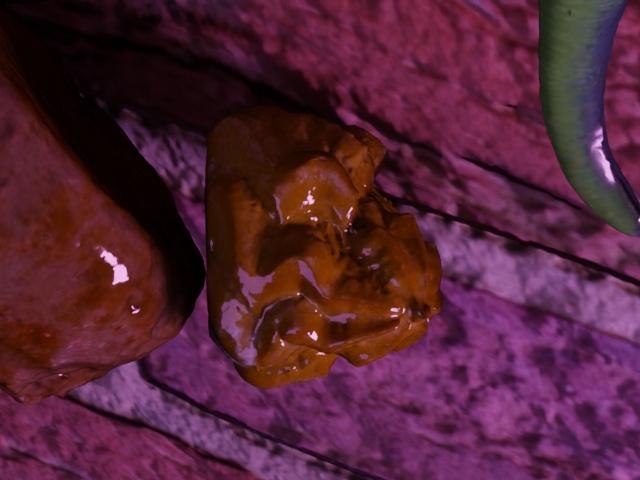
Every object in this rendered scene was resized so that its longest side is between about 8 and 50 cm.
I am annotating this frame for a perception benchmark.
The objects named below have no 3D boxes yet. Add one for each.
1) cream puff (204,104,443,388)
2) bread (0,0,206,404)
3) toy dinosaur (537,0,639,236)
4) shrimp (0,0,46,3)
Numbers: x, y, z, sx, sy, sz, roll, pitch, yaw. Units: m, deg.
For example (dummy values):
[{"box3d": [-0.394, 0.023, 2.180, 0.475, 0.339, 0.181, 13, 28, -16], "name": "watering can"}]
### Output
[{"box3d": [0.000, 0.000, 0.933, 0.116, 0.146, 0.146, -1, 139, 2], "name": "cream puff"}, {"box3d": [-0.160, -0.022, 0.951, 0.230, 0.123, 0.230, 50, -175, -5], "name": "bread"}, {"box3d": [0.229, -0.179, 0.553, 0.374, 0.144, 0.500, 4, 140, 19], "name": "toy dinosaur"}, {"box3d": [-0.149, -0.147, 0.947, 0.190, 0.042, 0.101, 7, 157, 33], "name": "shrimp"}]
